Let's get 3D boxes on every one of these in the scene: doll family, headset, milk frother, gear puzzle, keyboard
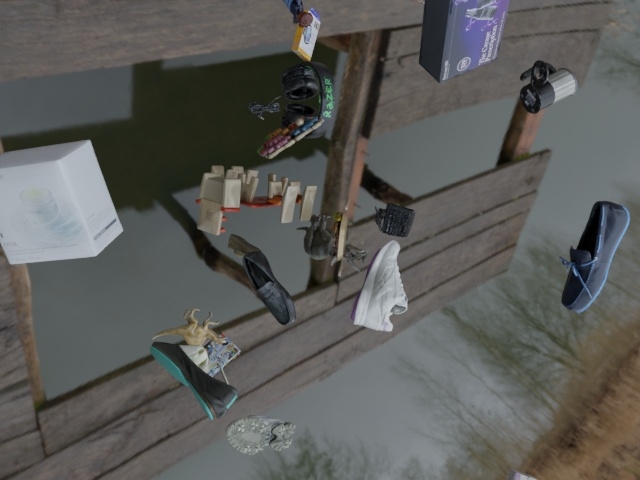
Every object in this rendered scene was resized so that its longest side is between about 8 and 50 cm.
[{"bbox_3d":[-0.045,-0.423,0.958,0.076,0.111,0.193,-38,157,-2],"label":"doll family"},{"bbox_3d":[-0.093,-0.464,2.035,0.185,0.394,0.244,-4,98,-28],"label":"headset"},{"bbox_3d":[0.637,-0.442,1.678,0.134,0.129,0.143,-28,-177,-14],"label":"milk frother"},{"bbox_3d":[-0.098,-0.288,1.629,0.175,0.339,0.044,-34,105,-4],"label":"gear puzzle"},{"bbox_3d":[0.181,-0.040,1.545,0.192,0.100,0.038,85,22,-70],"label":"keyboard"}]

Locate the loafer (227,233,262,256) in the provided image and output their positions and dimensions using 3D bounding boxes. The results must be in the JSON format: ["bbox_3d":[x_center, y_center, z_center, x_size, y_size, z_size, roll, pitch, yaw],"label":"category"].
[{"bbox_3d":[-0.222,0.031,1.784,0.056,0.148,0.050,16,104,-45],"label":"loafer"}]

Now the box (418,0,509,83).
[{"bbox_3d":[0.344,-0.532,1.448,0.184,0.103,0.261,-24,146,-12],"label":"box"}]

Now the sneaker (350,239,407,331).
[{"bbox_3d":[0.199,0.140,1.814,0.114,0.152,0.305,96,16,-59],"label":"sneaker"}]

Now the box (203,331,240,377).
[{"bbox_3d":[-0.334,0.367,1.924,0.137,0.094,0.027,-40,160,-25],"label":"box"}]

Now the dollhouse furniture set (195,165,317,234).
[{"bbox_3d":[-0.185,-0.096,1.515,0.259,0.262,0.135,-8,112,-54],"label":"dollhouse furniture set"}]

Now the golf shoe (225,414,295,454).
[{"bbox_3d":[-0.134,0.376,1.197,0.176,0.086,0.069,27,79,-48],"label":"golf shoe"}]

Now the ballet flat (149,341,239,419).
[{"bbox_3d":[-0.285,0.305,1.403,0.096,0.280,0.095,-35,139,-26],"label":"ballet flat"}]

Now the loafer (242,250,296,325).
[{"bbox_3d":[-0.142,0.131,1.622,0.076,0.223,0.078,-34,170,24],"label":"loafer"}]

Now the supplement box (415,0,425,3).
[{"bbox_3d":[0.257,-0.666,1.604,0.083,0.043,0.055,9,148,-20],"label":"supplement box"}]

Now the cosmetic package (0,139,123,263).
[{"bbox_3d":[-0.593,-0.082,1.328,0.138,0.223,0.225,-68,149,-61],"label":"cosmetic package"}]

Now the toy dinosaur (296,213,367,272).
[{"bbox_3d":[0.000,0.000,1.936,0.121,0.313,0.161,10,89,-49],"label":"toy dinosaur"}]

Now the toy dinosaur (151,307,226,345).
[{"bbox_3d":[-0.320,0.217,1.510,0.053,0.183,0.093,134,-37,-68],"label":"toy dinosaur"}]

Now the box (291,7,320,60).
[{"bbox_3d":[-0.040,-0.603,1.767,0.081,0.028,0.136,16,87,-64],"label":"box"}]

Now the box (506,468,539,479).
[{"bbox_3d":[0.408,0.675,1.334,0.067,0.063,0.324,77,32,-76],"label":"box"}]

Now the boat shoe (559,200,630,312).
[{"bbox_3d":[0.595,0.031,1.373,0.089,0.109,0.258,19,91,-18],"label":"boat shoe"}]

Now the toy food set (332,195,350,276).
[{"bbox_3d":[0.045,-0.012,1.549,0.132,0.038,0.192,-65,161,-75],"label":"toy food set"}]
